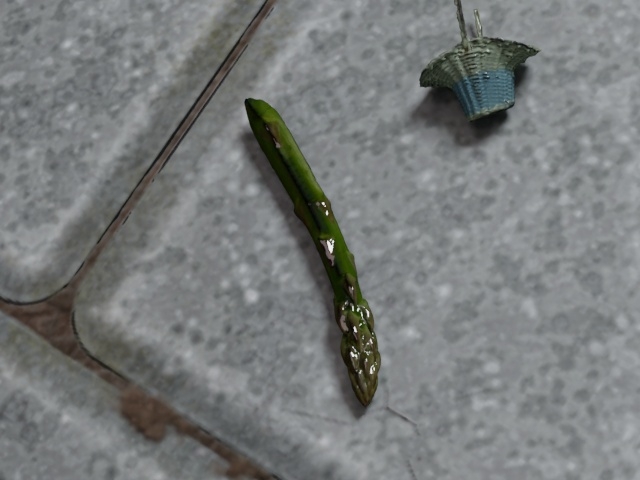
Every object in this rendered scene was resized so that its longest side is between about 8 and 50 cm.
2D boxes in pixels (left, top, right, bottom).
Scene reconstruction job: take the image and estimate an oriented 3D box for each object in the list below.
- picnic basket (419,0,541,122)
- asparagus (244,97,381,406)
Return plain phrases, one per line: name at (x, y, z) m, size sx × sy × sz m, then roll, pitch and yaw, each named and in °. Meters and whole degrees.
picnic basket at (0.103, -0.122, 1.014) m, size 0.083 × 0.065 × 0.083 m, roll -17°, pitch 85°, yaw 20°
asparagus at (-0.001, 0.000, 1.011) m, size 0.034 × 0.027 × 0.236 m, roll -28°, pitch 63°, yaw 11°
